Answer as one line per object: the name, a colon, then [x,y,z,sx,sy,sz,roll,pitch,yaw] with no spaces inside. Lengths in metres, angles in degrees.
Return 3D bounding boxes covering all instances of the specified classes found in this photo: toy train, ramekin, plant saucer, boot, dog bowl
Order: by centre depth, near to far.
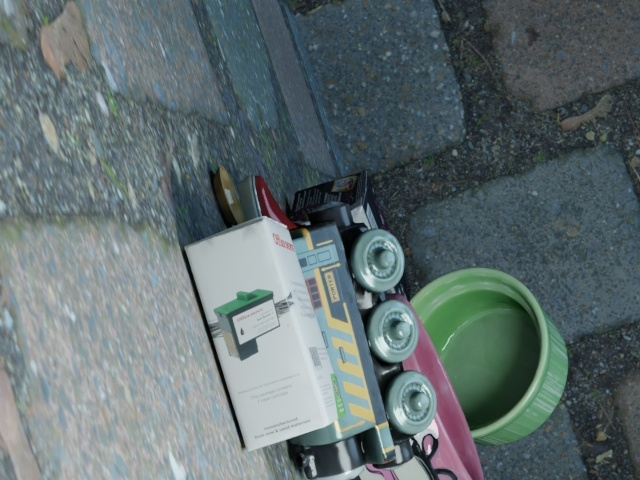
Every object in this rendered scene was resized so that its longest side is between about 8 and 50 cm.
toy train: [0.015,0.124,1.465,0.142,0.190,0.334,-10,-85,53]
plant saucer: [-0.116,-0.052,1.537,0.083,0.015,0.083,-19,90,-84]
boot: [0.000,0.000,1.663,0.088,0.176,0.244,-92,161,-63]
dog bowl: [0.123,0.263,1.904,0.408,0.150,0.408,62,10,-19]
ramekin: [0.281,0.212,2.150,0.148,0.303,0.303,33,35,-51]

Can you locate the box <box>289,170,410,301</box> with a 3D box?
box: [0.051,0.036,2.117,0.163,0.142,0.247,-79,149,-64]

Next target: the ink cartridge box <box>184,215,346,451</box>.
ink cartridge box: [-0.054,0.096,1.289,0.160,0.092,0.219,32,39,-81]

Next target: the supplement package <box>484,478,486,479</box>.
supplement package: [0.300,0.573,2.266,0.145,0.204,0.262,31,2,6]
